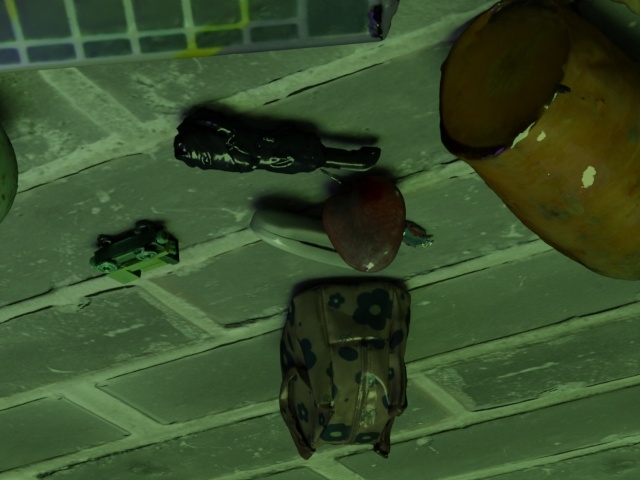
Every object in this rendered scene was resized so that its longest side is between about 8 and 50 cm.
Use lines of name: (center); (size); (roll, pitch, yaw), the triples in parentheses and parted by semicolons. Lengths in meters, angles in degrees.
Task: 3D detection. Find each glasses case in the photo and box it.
glasses case: (0.000, 0.000, 1.820); (0.193, 0.074, 0.049); (14, 104, -27)

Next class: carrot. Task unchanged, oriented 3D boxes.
carrot: (0.288, -0.098, 1.535); (0.224, 0.224, 0.341); (-27, 139, 35)

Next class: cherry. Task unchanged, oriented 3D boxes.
cherry: (0.053, -0.021, 1.756); (0.106, 0.126, 0.087); (-1, 174, 25)

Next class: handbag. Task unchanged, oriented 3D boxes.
handbag: (0.039, 0.194, 2.041); (0.190, 0.193, 0.251); (-2, 151, -9)

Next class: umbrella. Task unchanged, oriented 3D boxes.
umbrella: (-0.046, -0.104, 1.643); (0.248, 0.071, 0.071); (8, 148, -16)

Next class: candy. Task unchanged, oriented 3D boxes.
candy: (0.117, -0.007, 1.871); (0.030, 0.020, 0.083); (-23, 146, 31)

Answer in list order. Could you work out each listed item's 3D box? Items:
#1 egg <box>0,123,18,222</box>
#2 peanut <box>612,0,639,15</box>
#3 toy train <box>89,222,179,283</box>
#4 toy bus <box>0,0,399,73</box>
egg: (-0.430, -0.091, 1.538); (0.169, 0.169, 0.231); (-18, 136, 24)
peanut: (0.328, -0.253, 1.295); (0.290, 0.130, 0.130); (37, 147, 8)
toy train: (-0.242, 0.019, 1.860); (0.122, 0.050, 0.081); (-19, 151, 24)
toy bus: (-0.140, -0.276, 1.160); (0.440, 0.209, 0.249); (-6, 139, -2)
